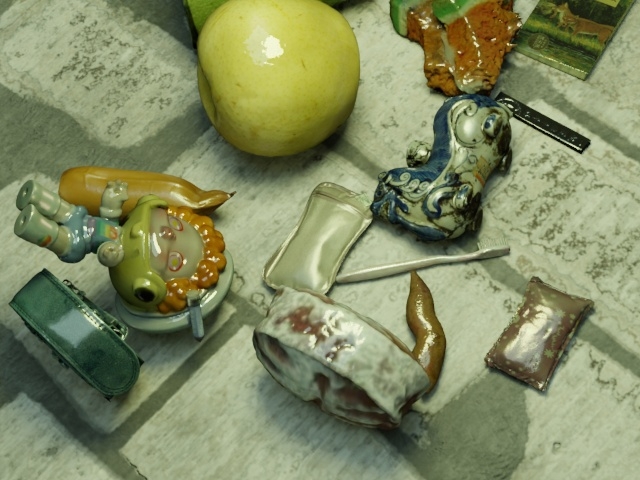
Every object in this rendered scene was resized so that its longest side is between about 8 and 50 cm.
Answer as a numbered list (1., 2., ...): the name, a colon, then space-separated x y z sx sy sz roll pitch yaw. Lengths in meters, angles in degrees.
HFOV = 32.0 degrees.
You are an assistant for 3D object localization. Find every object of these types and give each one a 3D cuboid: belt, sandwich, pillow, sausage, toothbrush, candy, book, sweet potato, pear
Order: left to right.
1. belt: -0.389 0.156 1.828 0.267 0.206 0.116 37 76 25
2. sausage: -0.307 -0.074 1.991 0.328 0.112 0.112 4 64 9
3. pear: -0.072 -0.296 1.977 0.309 0.309 0.309 -3 63 6
4. pillow: 0.000 0.000 1.954 0.130 0.038 0.233 23 67 19
5. candy: 0.025 0.190 1.757 0.289 0.214 0.157 30 72 16
6. toothbrush: 0.174 0.035 1.923 0.307 0.025 0.030 -11 54 1
7. sweet potato: 0.175 0.148 1.850 0.065 0.051 0.219 -6 63 7
8. sandwich: 0.258 -0.394 2.055 0.250 0.162 0.301 -11 60 6
9. pillow: 0.359 0.148 1.832 0.118 0.043 0.185 27 70 16
10. book: 0.484 -0.421 2.116 0.160 0.024 0.228 27 70 21

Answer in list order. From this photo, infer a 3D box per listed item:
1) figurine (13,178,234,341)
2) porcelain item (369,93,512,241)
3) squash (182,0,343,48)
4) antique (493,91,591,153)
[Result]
1. figurine: -0.330 0.005 1.841 0.205 0.381 0.225 -35 32 34
2. porcelain item: 0.217 -0.131 1.953 0.186 0.138 0.288 16 70 29
3. squash: -0.101 -0.543 2.120 0.384 0.263 0.263 -19 63 -2
4. antique: 0.400 -0.214 2.026 0.192 0.015 0.031 32 71 21
